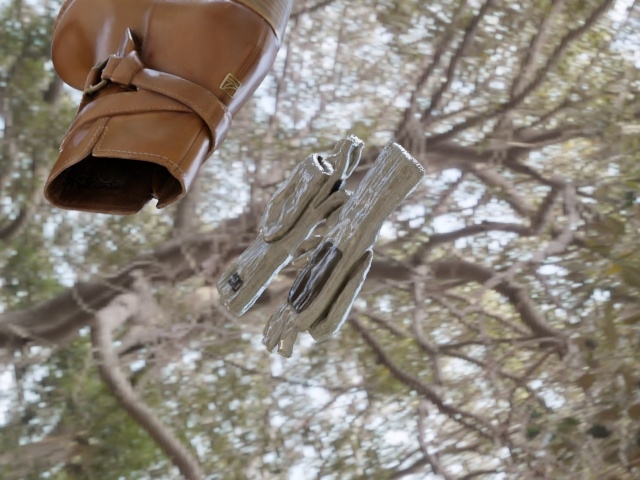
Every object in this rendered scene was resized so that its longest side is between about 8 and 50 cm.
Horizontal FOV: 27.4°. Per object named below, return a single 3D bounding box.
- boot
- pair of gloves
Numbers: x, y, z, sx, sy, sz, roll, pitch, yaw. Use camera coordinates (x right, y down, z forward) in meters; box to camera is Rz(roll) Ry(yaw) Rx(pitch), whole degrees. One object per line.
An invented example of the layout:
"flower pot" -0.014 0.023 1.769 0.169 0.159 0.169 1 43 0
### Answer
"boot" -0.146 -0.105 0.988 0.283 0.109 0.220 -6 -130 39
"pair of gloves" 0.000 0.000 1.148 0.204 0.042 0.240 -57 -158 0
